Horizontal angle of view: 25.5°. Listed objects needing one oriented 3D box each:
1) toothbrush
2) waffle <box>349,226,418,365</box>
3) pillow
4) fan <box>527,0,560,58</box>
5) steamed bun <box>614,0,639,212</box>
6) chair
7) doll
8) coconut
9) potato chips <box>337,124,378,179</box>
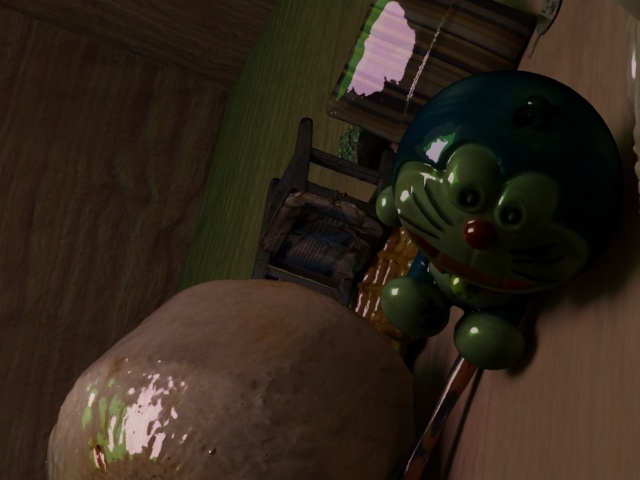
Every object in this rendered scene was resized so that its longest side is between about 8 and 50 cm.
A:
[{"bbox_3d":[0.093,0.224,1.406,0.321,0.023,0.031,-61,15,-5],"label":"toothbrush"},{"bbox_3d":[0.080,0.071,1.748,0.301,0.058,0.281,-100,31,-67],"label":"waffle"},{"bbox_3d":[0.128,-0.209,1.689,0.052,0.208,0.212,0,-65,-64],"label":"pillow"},{"bbox_3d":[0.255,-0.249,1.599,0.060,0.003,0.080,143,145,-71],"label":"fan"},{"bbox_3d":[0.284,-0.185,0.815,0.346,0.237,0.394,-34,-63,-73],"label":"steamed bun"},{"bbox_3d":[0.000,0.000,1.747,0.147,0.136,0.270,122,164,-46],"label":"chair"},{"bbox_3d":[0.153,-0.030,1.255,0.186,0.198,0.322,-63,-3,-30],"label":"doll"},{"bbox_3d":[-0.080,0.228,1.524,0.415,0.415,0.344,-117,18,-74],"label":"coconut"},{"bbox_3d":[0.080,-0.176,2.151,0.228,0.059,0.167,145,149,-79],"label":"potato chips"}]
